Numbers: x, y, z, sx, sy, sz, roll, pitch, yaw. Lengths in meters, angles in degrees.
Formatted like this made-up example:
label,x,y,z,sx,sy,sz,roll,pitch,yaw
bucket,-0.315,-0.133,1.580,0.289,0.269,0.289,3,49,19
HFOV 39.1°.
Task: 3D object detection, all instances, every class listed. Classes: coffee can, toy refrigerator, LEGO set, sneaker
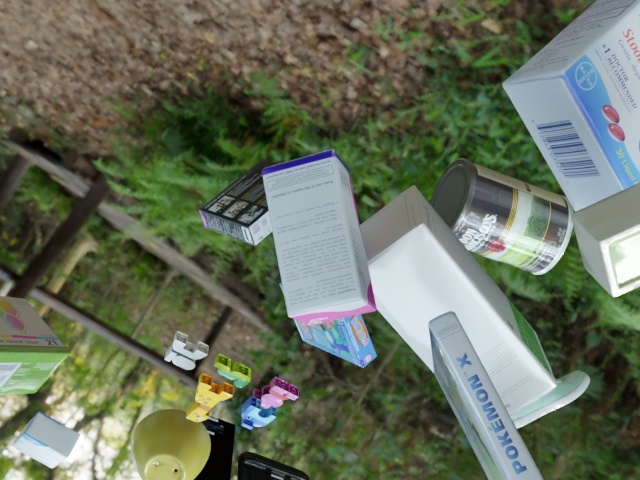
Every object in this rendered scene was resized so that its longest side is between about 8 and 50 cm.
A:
label,x,y,z,sx,sy,sz,roll,pitch,yaw
coffee can,0.416,-0.055,2.101,0.275,0.201,0.201,18,171,-16
toy refrigerator,0.493,-0.032,1.230,0.094,0.269,0.102,-116,2,-59
LEGO set,-0.154,0.241,1.403,0.227,0.087,0.093,30,126,-23
sneaker,0.501,0.318,2.083,0.151,0.256,0.094,66,157,4

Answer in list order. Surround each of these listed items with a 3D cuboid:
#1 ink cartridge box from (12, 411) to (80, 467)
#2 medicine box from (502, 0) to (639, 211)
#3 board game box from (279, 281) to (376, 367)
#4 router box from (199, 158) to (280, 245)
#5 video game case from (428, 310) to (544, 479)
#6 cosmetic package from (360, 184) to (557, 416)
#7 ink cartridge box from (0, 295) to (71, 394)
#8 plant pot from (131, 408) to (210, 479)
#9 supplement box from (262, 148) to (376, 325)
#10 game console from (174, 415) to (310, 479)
label,x,y,z,sx,sy,sz,roll,pitch,yaw
ink cartridge box,-0.501,0.366,1.646,0.088,0.052,0.122,34,145,-13
medicine box,0.489,-0.233,1.471,0.263,0.289,0.149,55,159,-17
board game box,0.014,0.167,1.912,0.210,0.047,0.160,17,136,50
router box,-0.111,-0.073,1.634,0.133,0.179,0.046,20,138,38
video game case,0.209,0.253,1.056,0.329,0.036,0.300,67,177,-71
cosmetic package,0.212,0.111,1.496,0.365,0.155,0.197,49,-164,-18
ink cartridge box,-0.540,0.116,1.390,0.255,0.097,0.189,46,-172,18
plant pot,-0.253,0.360,1.490,0.134,0.134,0.095,32,-168,-9
supplement box,0.000,0.000,1.287,0.114,0.220,0.111,-15,164,10
game console,-0.166,0.526,1.990,0.361,0.213,0.044,28,136,-28
